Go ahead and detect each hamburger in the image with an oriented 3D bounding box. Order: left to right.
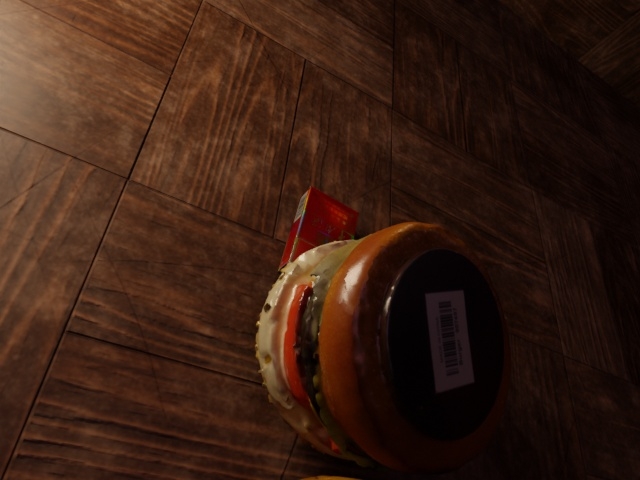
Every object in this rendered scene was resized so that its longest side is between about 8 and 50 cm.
[{"bbox_3d":[0.086,0.146,0.686,0.329,0.250,0.331,8,78,-38],"label":"hamburger"}]

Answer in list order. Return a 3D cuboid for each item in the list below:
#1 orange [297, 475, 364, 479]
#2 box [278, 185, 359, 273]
[{"bbox_3d":[0.015,0.381,0.522,0.246,0.246,0.246,17,55,-26],"label":"orange"},{"bbox_3d":[0.001,0.000,0.865,0.112,0.048,0.175,28,51,-19],"label":"box"}]
